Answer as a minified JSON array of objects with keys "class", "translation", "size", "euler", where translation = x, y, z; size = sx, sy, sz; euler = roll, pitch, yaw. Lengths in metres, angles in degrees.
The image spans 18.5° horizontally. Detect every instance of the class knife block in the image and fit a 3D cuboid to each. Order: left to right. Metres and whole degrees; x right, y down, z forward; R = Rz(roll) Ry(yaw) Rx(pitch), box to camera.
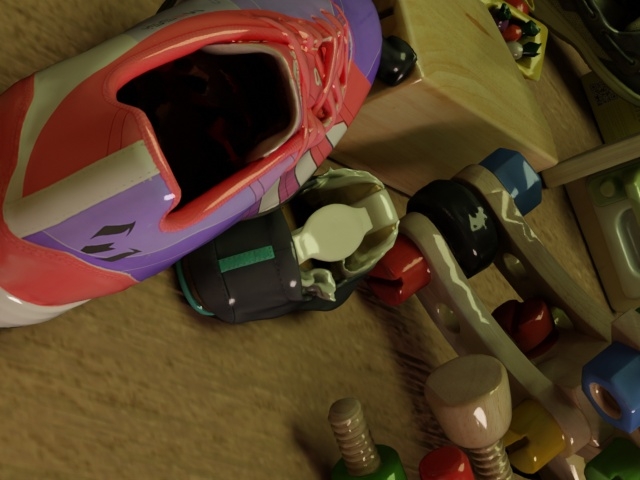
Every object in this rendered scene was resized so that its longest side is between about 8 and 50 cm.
[{"class":"knife block","translation":[0.029,-0.090,1.085],"size":[0.275,0.088,0.242],"euler":[59,25,-24]}]

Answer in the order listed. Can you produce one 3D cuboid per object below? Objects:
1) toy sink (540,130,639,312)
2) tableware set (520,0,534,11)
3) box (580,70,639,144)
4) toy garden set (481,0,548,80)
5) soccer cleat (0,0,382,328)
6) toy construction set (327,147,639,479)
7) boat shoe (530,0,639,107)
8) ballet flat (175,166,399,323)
[{"class":"toy sink","translation":[0.290,-0.030,1.549],"size":[0.131,0.153,0.234],"euler":[70,21,0]},{"class":"tableware set","translation":[0.130,-0.203,1.503],"size":[0.154,0.024,0.104],"euler":[16,56,-63]},{"class":"box","translation":[0.301,-0.129,1.786],"size":[0.087,0.058,0.232],"euler":[68,23,-1]},{"class":"toy garden set","translation":[0.088,-0.227,1.295],"size":[0.244,0.049,0.203],"euler":[30,64,-40]},{"class":"soccer cleat","translation":[-0.034,-0.057,0.805],"size":[0.318,0.116,0.108],"euler":[-36,104,-56]},{"class":"toy construction set","translation":[0.140,0.113,1.039],"size":[0.309,0.257,0.237],"euler":[-50,131,-43]},{"class":"boat shoe","translation":[0.252,-0.180,1.616],"size":[0.223,0.073,0.080],"euler":[34,59,-23]},{"class":"ballet flat","translation":[0.000,0.000,0.962],"size":[0.074,0.074,0.203],"euler":[69,22,1]}]
